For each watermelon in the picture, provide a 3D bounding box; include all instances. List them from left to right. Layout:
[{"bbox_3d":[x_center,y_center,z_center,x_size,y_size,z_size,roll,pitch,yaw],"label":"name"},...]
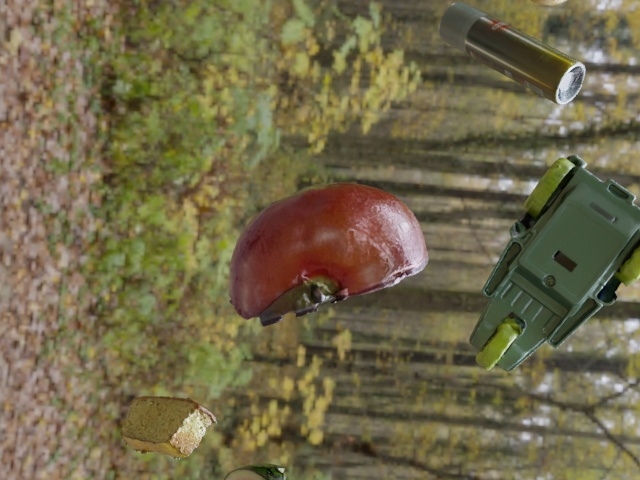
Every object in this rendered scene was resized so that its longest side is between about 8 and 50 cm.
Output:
[{"bbox_3d":[-0.079,0.337,1.288,0.069,0.087,0.163,-26,153,-42],"label":"watermelon"}]

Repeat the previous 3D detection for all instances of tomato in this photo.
[{"bbox_3d":[-0.005,-0.002,1.583,0.289,0.335,0.176,-69,142,-79],"label":"tomato"}]

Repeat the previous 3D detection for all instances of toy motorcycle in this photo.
[{"bbox_3d":[0.343,0.049,1.437,0.326,0.191,0.200,-54,170,14],"label":"toy motorcycle"}]

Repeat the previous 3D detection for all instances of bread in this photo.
[{"bbox_3d":[-0.284,0.337,1.766,0.065,0.187,0.103,57,48,-40],"label":"bread"}]

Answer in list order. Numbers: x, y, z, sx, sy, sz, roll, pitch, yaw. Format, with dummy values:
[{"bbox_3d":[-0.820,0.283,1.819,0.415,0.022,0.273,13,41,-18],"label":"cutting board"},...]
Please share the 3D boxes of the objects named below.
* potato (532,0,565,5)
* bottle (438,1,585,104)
[{"bbox_3d":[0.245,-0.281,1.029,0.083,0.068,0.062,-113,-176,-82],"label":"potato"},{"bbox_3d":[0.335,-0.338,1.727,0.286,0.082,0.082,38,-39,35],"label":"bottle"}]
